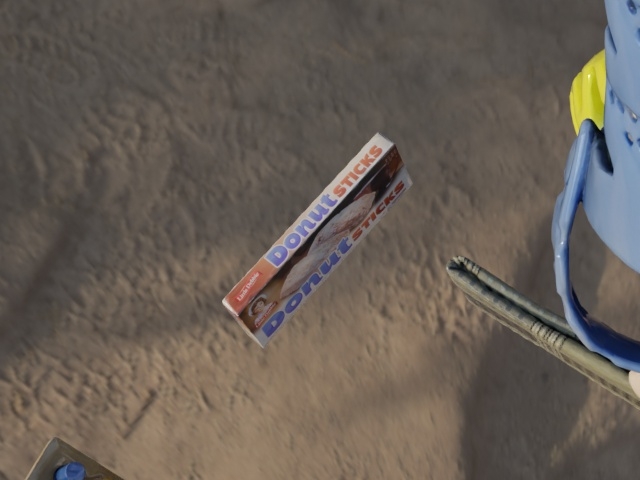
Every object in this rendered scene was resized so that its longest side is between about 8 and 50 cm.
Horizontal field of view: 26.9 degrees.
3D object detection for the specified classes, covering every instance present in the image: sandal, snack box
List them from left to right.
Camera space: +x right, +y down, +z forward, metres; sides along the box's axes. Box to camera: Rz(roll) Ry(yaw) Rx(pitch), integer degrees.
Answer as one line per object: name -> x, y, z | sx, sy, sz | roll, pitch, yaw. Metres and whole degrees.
snack box -> 0.000, 0.000, 1.025 | 0.022, 0.064, 0.178 | 37, 78, 30
sandal -> 0.147, -0.039, 0.473 | 0.126, 0.317, 0.138 | 13, 72, 11

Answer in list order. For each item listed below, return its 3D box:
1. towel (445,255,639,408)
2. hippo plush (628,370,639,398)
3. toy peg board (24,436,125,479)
towel -> 0.309, 0.120, 1.633 | 0.324, 0.312, 0.056 | 33, 89, 15
hippo plush -> 0.437, 0.042, 1.255 | 0.294, 0.234, 0.236 | -3, 85, 15
toy peg board -> -0.213, 0.285, 1.234 | 0.161, 0.079, 0.161 | 36, 59, -13
